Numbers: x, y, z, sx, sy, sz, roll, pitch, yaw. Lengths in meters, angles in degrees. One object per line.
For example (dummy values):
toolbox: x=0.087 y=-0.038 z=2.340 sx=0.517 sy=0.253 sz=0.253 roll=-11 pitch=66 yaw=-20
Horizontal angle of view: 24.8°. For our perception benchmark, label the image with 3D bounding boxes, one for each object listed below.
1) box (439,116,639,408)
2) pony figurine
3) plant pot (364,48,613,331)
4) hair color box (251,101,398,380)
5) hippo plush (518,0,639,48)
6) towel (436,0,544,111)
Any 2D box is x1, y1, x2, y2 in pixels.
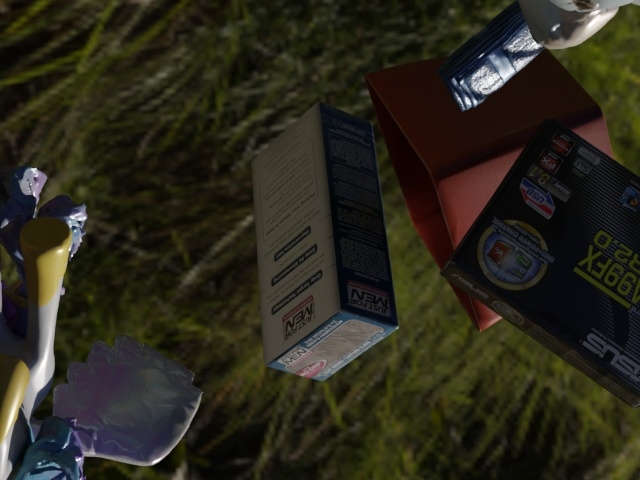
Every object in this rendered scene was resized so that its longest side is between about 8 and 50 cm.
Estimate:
box: x=0.304 y=0.024 z=1.631 sx=0.216 sy=0.270 sz=0.060 roll=-54 pitch=177 yaw=-18
pony figurine: x=-0.266 y=0.121 z=1.215 sx=0.351 sy=0.303 sz=0.363 roll=-79 pitch=176 yaw=-52
plant pot: x=0.234 y=-0.095 z=1.860 sx=0.267 sy=0.236 sz=0.267 roll=-118 pitch=-174 yaw=-53
hair color box: x=0.000 y=0.000 z=2.021 sx=0.105 sy=0.174 sz=0.347 roll=19 pitch=50 yaw=-32
hippo plush: x=0.195 y=-0.294 z=1.121 sx=0.294 sy=0.234 sz=0.236 roll=45 pitch=9 yaw=-3
towel: x=0.163 y=-0.169 z=1.309 sx=0.029 sy=0.119 sz=0.067 roll=50 pitch=1 yaw=37
